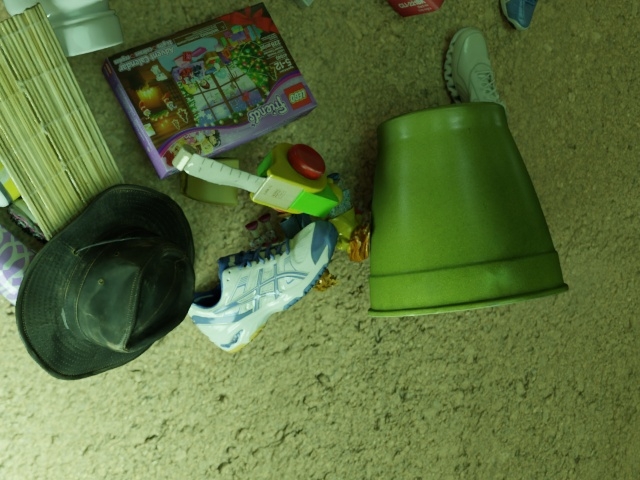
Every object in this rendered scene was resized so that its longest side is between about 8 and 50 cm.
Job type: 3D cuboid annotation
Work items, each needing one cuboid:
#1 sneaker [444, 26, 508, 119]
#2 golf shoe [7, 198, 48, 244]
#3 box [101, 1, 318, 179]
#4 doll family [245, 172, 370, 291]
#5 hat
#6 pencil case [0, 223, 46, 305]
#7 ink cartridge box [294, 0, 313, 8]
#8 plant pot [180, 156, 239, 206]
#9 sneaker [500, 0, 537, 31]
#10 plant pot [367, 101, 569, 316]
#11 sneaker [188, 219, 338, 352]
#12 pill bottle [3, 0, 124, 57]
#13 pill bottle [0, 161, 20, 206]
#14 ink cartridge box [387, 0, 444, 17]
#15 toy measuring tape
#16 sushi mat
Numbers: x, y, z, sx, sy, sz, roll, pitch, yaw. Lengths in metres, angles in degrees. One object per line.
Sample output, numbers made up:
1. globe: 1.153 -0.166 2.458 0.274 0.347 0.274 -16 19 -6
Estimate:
1. sneaker: 0.322 -0.281 1.621 0.110 0.118 0.292 -12 101 -28
2. golf shoe: -0.391 -0.023 1.248 0.186 0.067 0.086 36 73 -39
3. box: -0.174 -0.248 1.317 0.293 0.057 0.201 -28 90 -26
4. doll family: 0.000 0.000 1.456 0.263 0.118 0.163 -32 109 -22
5. hat: -0.283 0.087 1.241 0.331 0.134 0.331 -29 131 -41
6. pencil case: -0.481 0.005 1.180 0.088 0.086 0.206 -46 117 -9
7. ink cartridge box: -0.040 -0.457 1.425 0.083 0.028 0.048 47 72 -28
8. plant pot: -0.189 -0.100 1.354 0.083 0.081 0.081 0 97 -24
9. sneaker: 0.428 -0.541 1.671 0.080 0.081 0.211 0 98 -33
10. plant pot: 0.245 -0.061 1.492 0.366 0.366 0.353 -7 89 -31
11. sneaker: -0.102 0.059 1.355 0.131 0.112 0.296 42 102 -17
12. pill bottle: -0.383 -0.405 1.141 0.160 0.160 0.283 -23 111 -27
13. pill bottle: -0.427 -0.142 1.185 0.184 0.103 0.103 -44 116 -20
14. ink cartridge box: 0.144 -0.576 1.472 0.273 0.114 0.197 38 77 -29
15. toy measuring tape: -0.096 -0.120 1.317 0.330 0.121 0.121 16 88 -37
16. sushi mat: -0.384 -0.154 1.127 0.151 0.019 0.316 -40 132 -27
